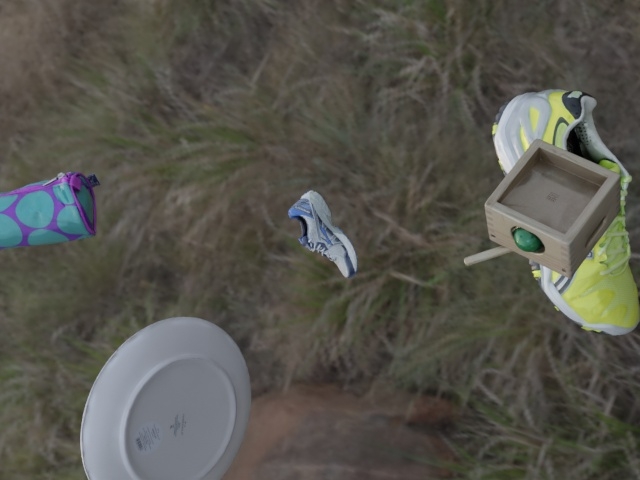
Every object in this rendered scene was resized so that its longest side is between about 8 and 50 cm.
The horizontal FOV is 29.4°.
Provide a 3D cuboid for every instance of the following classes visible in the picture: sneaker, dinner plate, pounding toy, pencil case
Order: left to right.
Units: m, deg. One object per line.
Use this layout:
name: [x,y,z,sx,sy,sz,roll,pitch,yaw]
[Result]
pencil case: [-0.291,-0.027,1.175,0.152,0.070,0.064,-9,29,11]
dinner plate: [-0.098,0.122,0.823,0.017,0.141,0.141,14,82,47]
sneaker: [0.000,0.000,1.714,0.135,0.058,0.052,57,157,1]
pounding toy: [0.250,-0.022,1.391,0.130,0.100,0.141,28,67,29]
sneaker: [0.377,-0.035,1.752,0.147,0.145,0.384,-13,106,52]
